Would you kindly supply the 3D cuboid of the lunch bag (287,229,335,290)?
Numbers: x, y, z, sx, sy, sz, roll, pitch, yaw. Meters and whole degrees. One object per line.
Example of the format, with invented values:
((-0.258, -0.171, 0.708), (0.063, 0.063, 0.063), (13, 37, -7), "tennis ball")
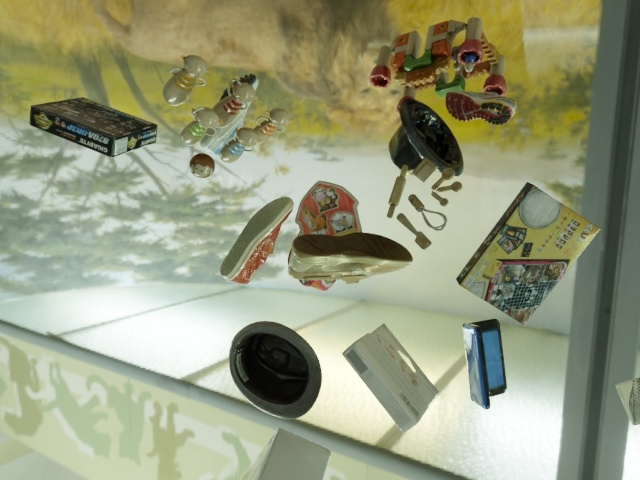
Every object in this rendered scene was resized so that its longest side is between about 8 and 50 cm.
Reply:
((0.000, 0.000, 1.884), (0.120, 0.293, 0.258), (17, -164, -28), "lunch bag")

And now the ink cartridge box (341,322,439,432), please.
((0.228, 0.423, 1.739), (0.296, 0.066, 0.261), (51, -156, 13), "ink cartridge box")

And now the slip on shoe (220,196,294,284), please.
((-0.190, 0.000, 1.765), (0.101, 0.331, 0.123), (39, 172, -38), "slip on shoe")

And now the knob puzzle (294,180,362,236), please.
((0.014, -0.084, 1.548), (0.213, 0.213, 0.030), (5, 167, 19), "knob puzzle")

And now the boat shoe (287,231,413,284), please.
((0.079, 0.053, 1.459), (0.341, 0.110, 0.121), (4, -145, -19), "boat shoe")

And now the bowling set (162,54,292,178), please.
((-0.198, -0.233, 1.161), (0.287, 0.199, 0.154), (17, 153, -31), "bowling set")

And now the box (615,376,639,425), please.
((0.826, 0.359, 1.290), (0.094, 0.113, 0.275), (-11, 156, -7), "box")

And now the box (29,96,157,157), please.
((-0.522, -0.268, 1.277), (0.220, 0.051, 0.175), (21, -155, 8), "box")

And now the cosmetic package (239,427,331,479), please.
((-0.121, 0.501, 0.794), (0.098, 0.284, 0.377), (24, -131, -1), "cosmetic package")

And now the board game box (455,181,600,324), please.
((0.413, 0.029, 1.105), (0.165, 0.243, 0.042), (32, -166, -5), "board game box")

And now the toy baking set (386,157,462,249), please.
((0.269, -0.108, 1.478), (0.197, 0.256, 0.030), (15, 168, 40), "toy baking set")

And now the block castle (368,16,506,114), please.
((0.438, -0.619, 2.065), (0.453, 0.212, 0.303), (-3, 156, 39), "block castle")

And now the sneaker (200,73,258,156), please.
((-0.231, -0.330, 1.450), (0.085, 0.237, 0.086), (31, 180, 45), "sneaker")

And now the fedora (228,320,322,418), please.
((-0.105, 0.327, 1.456), (0.276, 0.243, 0.124), (19, -168, 17), "fedora")

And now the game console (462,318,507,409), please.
((0.633, 0.446, 2.025), (0.174, 0.292, 0.250), (-6, 176, -2), "game console")

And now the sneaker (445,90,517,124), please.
((0.480, -0.404, 1.652), (0.225, 0.088, 0.093), (25, -134, 32), "sneaker")

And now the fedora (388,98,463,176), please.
((0.323, -0.304, 1.798), (0.152, 0.334, 0.334), (-37, 161, 34), "fedora")
